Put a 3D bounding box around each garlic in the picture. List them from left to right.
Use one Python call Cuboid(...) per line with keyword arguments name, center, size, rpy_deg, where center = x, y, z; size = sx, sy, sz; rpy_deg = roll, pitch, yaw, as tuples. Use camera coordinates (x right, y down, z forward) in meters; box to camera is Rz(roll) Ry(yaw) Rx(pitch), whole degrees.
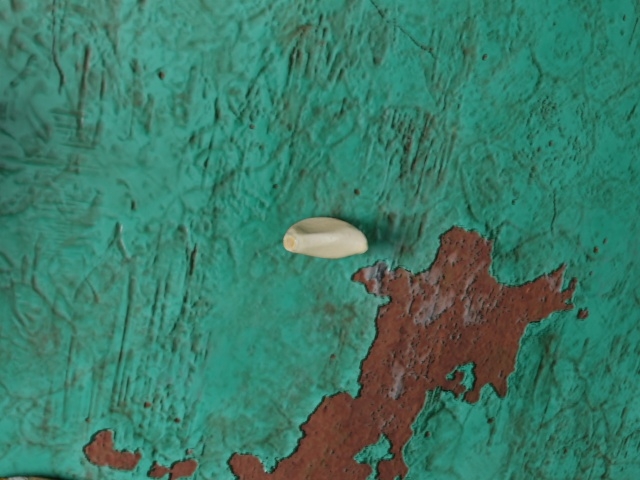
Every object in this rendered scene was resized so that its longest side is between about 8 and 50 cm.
Cuboid(name="garlic", center=(0.000, 0.000, 0.838), size=(0.083, 0.053, 0.041), rpy_deg=(-1, 108, -25))

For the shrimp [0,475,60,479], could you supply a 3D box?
Cuboid(name="shrimp", center=(-0.324, 0.318, 0.846), size=(0.287, 0.068, 0.185), rpy_deg=(-29, 120, -18))
